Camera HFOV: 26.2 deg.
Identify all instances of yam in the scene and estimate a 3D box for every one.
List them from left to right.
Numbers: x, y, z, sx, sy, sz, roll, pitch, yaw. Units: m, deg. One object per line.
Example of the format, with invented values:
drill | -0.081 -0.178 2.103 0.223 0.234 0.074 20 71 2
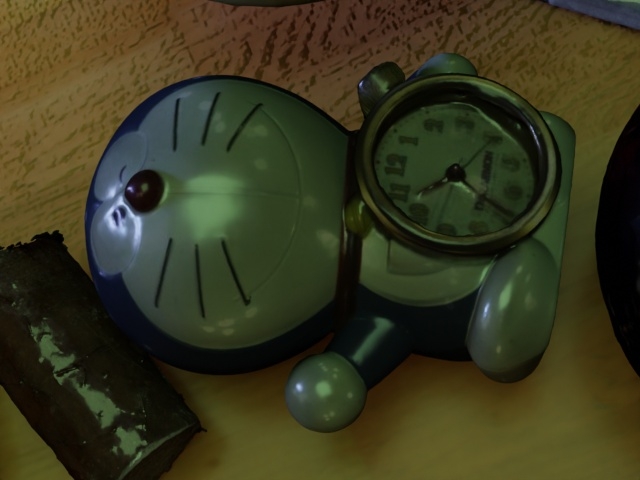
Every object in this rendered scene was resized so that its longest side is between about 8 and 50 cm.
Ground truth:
yam | -0.129 0.070 0.734 0.079 0.079 0.141 -40 73 -5

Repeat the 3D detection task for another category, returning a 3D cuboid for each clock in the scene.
clock | 0.000 0.000 0.703 0.243 0.146 0.200 7 70 5

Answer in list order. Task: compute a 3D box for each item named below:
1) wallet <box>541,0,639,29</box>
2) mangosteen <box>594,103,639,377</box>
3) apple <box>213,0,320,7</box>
wallet | 0.229 -0.241 0.784 0.221 0.071 0.262 20 84 12
mangosteen | 0.246 -0.017 0.647 0.228 0.228 0.265 9 53 10
apple | 0.000 -0.295 0.678 0.357 0.357 0.357 -2 74 7
